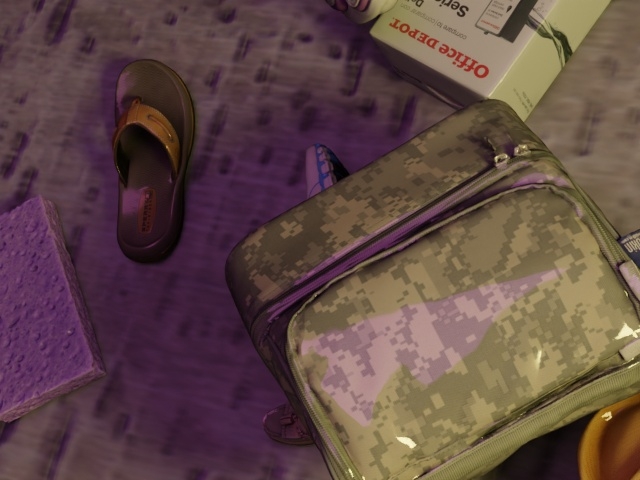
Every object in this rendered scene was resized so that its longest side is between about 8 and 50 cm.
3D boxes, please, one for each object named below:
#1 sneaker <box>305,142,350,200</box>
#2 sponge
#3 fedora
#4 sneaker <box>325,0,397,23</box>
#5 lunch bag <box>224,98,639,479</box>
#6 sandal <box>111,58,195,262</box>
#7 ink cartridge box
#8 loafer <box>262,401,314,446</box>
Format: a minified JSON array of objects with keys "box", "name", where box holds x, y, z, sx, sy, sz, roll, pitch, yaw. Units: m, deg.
[{"box":[0.000,0.000,1.396,0.083,0.071,0.191,-23,62,20],"name":"sneaker"},{"box":[-0.295,0.067,1.517,0.117,0.031,0.210,-28,62,11],"name":"sponge"},{"box":[0.251,0.175,1.166,0.194,0.079,0.194,-35,32,26],"name":"fedora"},{"box":[0.047,-0.303,1.416,0.152,0.114,0.305,-23,29,4],"name":"sneaker"},{"box":[0.108,0.069,1.191,0.305,0.213,0.256,-29,43,0],"name":"lunch bag"},{"box":[-0.178,-0.087,1.511,0.090,0.060,0.219,-6,67,21],"name":"sandal"},{"box":[0.168,-0.223,1.400,0.153,0.087,0.208,33,85,31],"name":"ink cartridge box"},{"box":[0.003,0.157,1.344,0.125,0.039,0.045,-3,69,22],"name":"loafer"}]
